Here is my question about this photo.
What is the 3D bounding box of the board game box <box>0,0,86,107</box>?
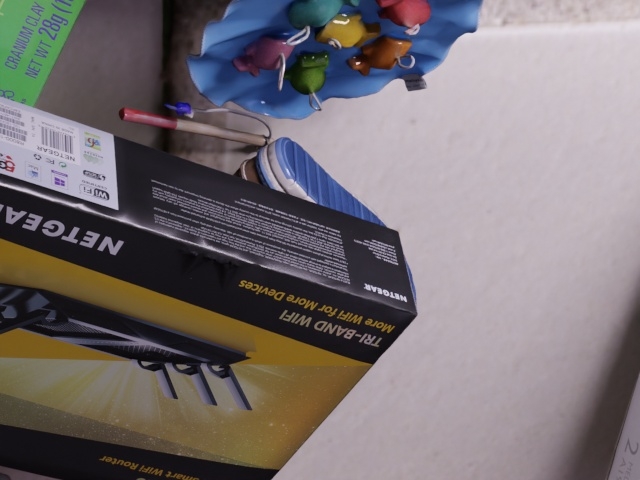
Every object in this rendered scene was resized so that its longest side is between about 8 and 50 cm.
[{"bbox_3d":[-0.305,-0.171,0.933,0.316,0.064,0.242,22,108,-22],"label":"board game box"}]

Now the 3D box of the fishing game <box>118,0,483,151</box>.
[{"bbox_3d":[0.012,-0.114,0.960,0.264,0.041,0.189,-30,156,36],"label":"fishing game"}]

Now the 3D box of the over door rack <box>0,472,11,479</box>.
[{"bbox_3d":[-0.393,0.259,1.091,0.239,0.108,0.324,29,105,-23],"label":"over door rack"}]

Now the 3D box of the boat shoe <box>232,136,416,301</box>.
[{"bbox_3d":[0.000,0.000,1.096,0.066,0.066,0.183,-27,127,23],"label":"boat shoe"}]

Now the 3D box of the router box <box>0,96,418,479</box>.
[{"bbox_3d":[-0.132,0.055,1.016,0.308,0.081,0.243,18,130,-26],"label":"router box"}]

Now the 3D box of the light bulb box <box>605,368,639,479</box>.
[{"bbox_3d":[0.433,0.116,1.117,0.361,0.225,0.358,15,94,-20],"label":"light bulb box"}]
